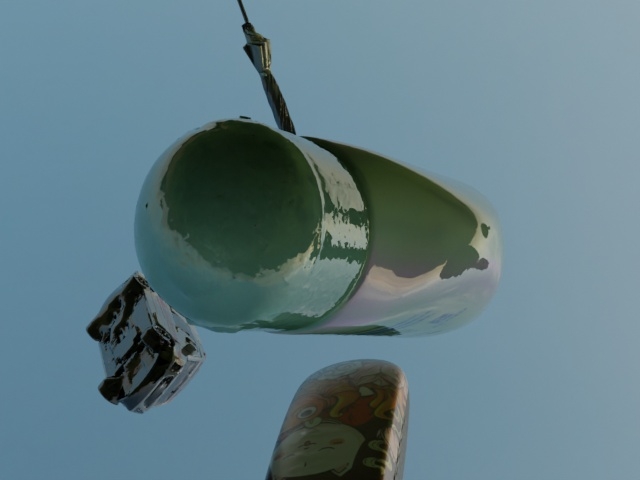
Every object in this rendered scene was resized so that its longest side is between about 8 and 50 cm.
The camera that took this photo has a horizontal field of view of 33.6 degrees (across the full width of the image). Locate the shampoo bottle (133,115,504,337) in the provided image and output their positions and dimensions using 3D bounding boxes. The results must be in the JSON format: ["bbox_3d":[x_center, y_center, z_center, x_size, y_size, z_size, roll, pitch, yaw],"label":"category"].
[{"bbox_3d":[0.000,0.000,0.819,0.222,0.151,0.349,1,176,31],"label":"shampoo bottle"}]

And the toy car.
[{"bbox_3d":[-0.177,0.120,1.130,0.108,0.089,0.209,40,-174,-27],"label":"toy car"}]

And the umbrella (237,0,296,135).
[{"bbox_3d":[-0.066,-0.199,1.361,0.044,0.269,0.044,-27,-164,-38],"label":"umbrella"}]

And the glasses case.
[{"bbox_3d":[0.018,0.218,1.041,0.122,0.082,0.321,-7,-155,13],"label":"glasses case"}]
